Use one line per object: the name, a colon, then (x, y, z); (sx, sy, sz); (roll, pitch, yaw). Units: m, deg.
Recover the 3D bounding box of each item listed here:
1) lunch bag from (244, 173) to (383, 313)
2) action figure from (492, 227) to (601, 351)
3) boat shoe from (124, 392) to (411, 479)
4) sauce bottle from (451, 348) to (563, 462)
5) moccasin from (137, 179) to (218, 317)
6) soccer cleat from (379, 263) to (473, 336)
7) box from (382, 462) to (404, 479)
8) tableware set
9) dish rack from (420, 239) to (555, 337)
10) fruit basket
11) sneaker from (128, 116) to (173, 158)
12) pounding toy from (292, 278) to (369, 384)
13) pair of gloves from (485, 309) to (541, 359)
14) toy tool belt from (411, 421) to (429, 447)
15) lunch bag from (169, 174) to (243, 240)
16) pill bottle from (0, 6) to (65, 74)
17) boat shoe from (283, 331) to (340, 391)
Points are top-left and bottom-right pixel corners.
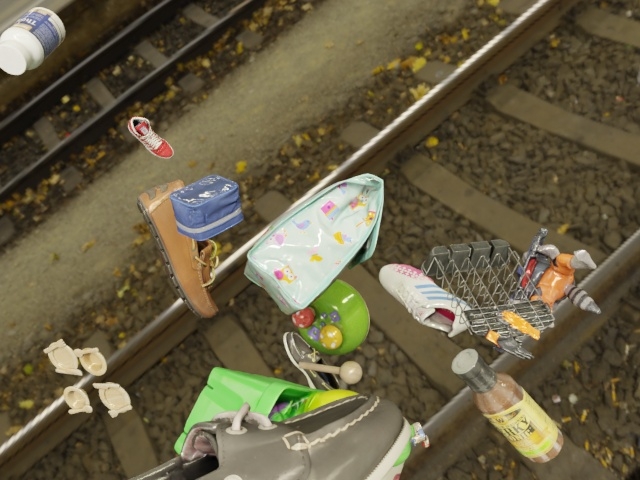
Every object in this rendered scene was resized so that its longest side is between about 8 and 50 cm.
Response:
lunch bag: (0.000, 0.000, 1.183); (0.262, 0.160, 0.223); (-44, -1, -14)
action figure: (0.569, 0.153, 1.658); (0.178, 0.330, 0.342); (21, 96, 9)
boat shoe: (-0.092, 0.149, 0.349); (0.335, 0.096, 0.112); (-25, -2, -29)
sauce bottle: (0.424, 0.377, 1.514); (0.111, 0.344, 0.111); (-38, 22, 19)
moccasin: (-0.319, 0.028, 1.620); (0.146, 0.380, 0.139); (-26, 27, -18)
soccer cleat: (0.297, 0.174, 1.975); (0.331, 0.116, 0.143); (27, 37, 27)
box: (0.124, 0.694, 1.870); (0.148, 0.127, 0.233); (12, 74, 34)
tableware set: (-0.415, 0.247, 1.172); (0.141, 0.169, 0.020); (-8, 21, 25)
dish rack: (0.352, 0.106, 1.388); (0.208, 0.074, 0.272); (-7, 44, -13)
fruit basket: (-0.025, 0.387, 1.243); (0.392, 0.392, 0.283); (21, 83, 46)
sneaker: (-0.372, -0.226, 1.450); (0.042, 0.118, 0.067); (-54, 11, -13)
pounding toy: (0.005, 0.210, 1.472); (0.182, 0.237, 0.110); (6, 15, 25)
pair of gloves: (0.283, 0.136, 0.962); (0.074, 0.010, 0.083); (30, 40, 11)
toy tool belt: (0.276, 0.573, 1.924); (0.051, 0.052, 0.083); (-13, 41, -16)
lunch bag: (-0.155, -0.044, 0.921); (0.067, 0.065, 0.098); (24, 41, 39)
pill bottle: (-0.453, -0.308, 1.025); (0.067, 0.067, 0.120); (-15, 37, 23)
boat shoe: (-0.023, 0.352, 1.909); (0.068, 0.228, 0.081); (-27, 12, 30)
